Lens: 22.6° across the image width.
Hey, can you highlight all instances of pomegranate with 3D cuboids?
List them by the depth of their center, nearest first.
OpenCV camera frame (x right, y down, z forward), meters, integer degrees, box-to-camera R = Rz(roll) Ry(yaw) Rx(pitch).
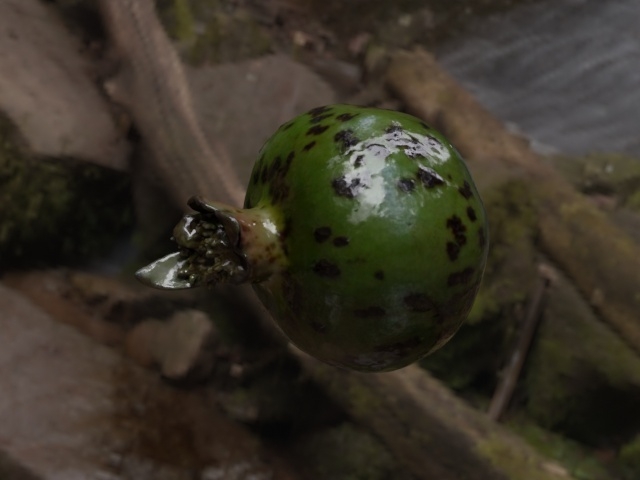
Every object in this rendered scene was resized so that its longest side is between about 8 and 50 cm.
[{"bbox_3d":[0.000,0.000,0.701,0.161,0.122,0.122,-5,21,-24],"label":"pomegranate"}]
